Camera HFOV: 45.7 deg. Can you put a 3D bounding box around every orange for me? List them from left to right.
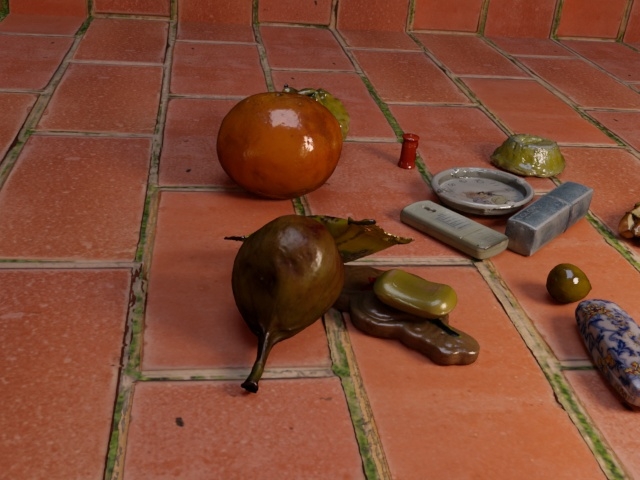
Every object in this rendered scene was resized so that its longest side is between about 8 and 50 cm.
[{"bbox_3d":[-0.093,-0.218,1.702,0.283,0.226,0.284,3,23,-1],"label":"orange"}]

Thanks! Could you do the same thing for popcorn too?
[{"bbox_3d":[-0.030,-0.300,1.919,0.217,0.170,0.189,-6,28,-7],"label":"popcorn"}]

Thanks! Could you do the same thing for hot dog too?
[{"bbox_3d":[0.754,-0.051,1.688,0.109,0.072,0.269,30,38,34],"label":"hot dog"}]

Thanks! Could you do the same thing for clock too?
[{"bbox_3d":[0.368,-0.106,1.744,0.236,0.053,0.236,3,26,-2],"label":"clock"}]

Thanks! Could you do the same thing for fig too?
[{"bbox_3d":[-0.085,0.088,1.196,0.190,0.191,0.290,21,46,28],"label":"fig"},{"bbox_3d":[0.459,0.081,1.393,0.087,0.074,0.074,11,24,-25],"label":"fig"}]

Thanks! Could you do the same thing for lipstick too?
[{"bbox_3d":[0.492,-0.051,1.636,0.077,0.076,0.289,27,35,33],"label":"lipstick"}]

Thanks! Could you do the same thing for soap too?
[{"bbox_3d":[0.157,0.090,1.262,0.140,0.045,0.089,18,29,22],"label":"soap"}]

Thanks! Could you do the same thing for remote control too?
[{"bbox_3d":[0.279,-0.025,1.595,0.098,0.038,0.233,-18,35,-38],"label":"remote control"}]

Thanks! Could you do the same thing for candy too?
[{"bbox_3d":[0.000,0.000,1.356,0.297,0.081,0.187,-2,-11,31],"label":"candy"}]

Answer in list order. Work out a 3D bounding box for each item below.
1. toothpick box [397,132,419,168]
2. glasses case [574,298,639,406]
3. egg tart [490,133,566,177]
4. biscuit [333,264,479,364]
[{"bbox_3d":[0.223,-0.227,1.913,0.047,0.083,0.047,5,27,-3],"label":"toothpick box"},{"bbox_3d":[0.484,0.175,1.224,0.086,0.065,0.248,0,29,-5],"label":"glasses case"},{"bbox_3d":[0.547,-0.228,1.979,0.197,0.078,0.197,6,26,-3],"label":"egg tart"},{"bbox_3d":[0.140,0.117,1.303,0.183,0.047,0.319,-15,35,-28],"label":"biscuit"}]
